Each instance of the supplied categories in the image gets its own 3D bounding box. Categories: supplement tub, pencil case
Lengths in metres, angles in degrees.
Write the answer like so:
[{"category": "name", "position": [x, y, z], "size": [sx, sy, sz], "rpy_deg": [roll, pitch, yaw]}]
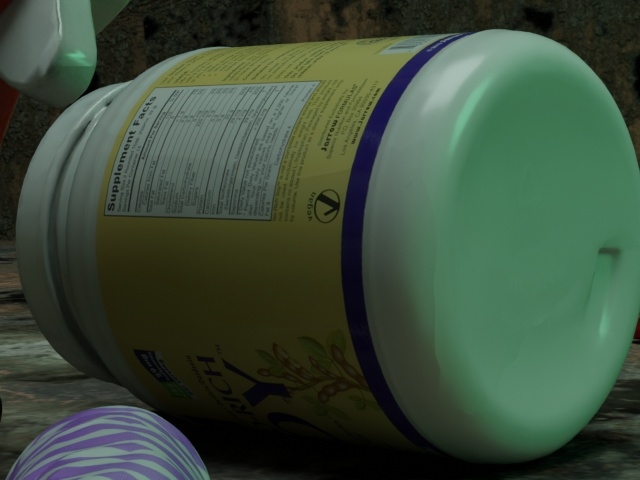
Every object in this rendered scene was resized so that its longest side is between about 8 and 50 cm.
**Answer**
[{"category": "supplement tub", "position": [0.000, 0.000, 1.019], "size": [0.331, 0.241, 0.241], "rpy_deg": [2, 4, 41]}, {"category": "pencil case", "position": [-0.075, 0.110, 0.560], "size": [0.088, 0.086, 0.206], "rpy_deg": [-28, 4, -3]}]

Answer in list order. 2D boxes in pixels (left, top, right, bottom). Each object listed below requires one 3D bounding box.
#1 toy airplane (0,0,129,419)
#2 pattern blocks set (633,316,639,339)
[{"category": "toy airplane", "position": [-0.267, -0.060, 0.896], "size": [0.272, 0.384, 0.386], "rpy_deg": [9, 1, -22]}, {"category": "pattern blocks set", "position": [0.453, 0.047, 1.421], "size": [0.325, 0.026, 0.285], "rpy_deg": [-3, -9, -14]}]
